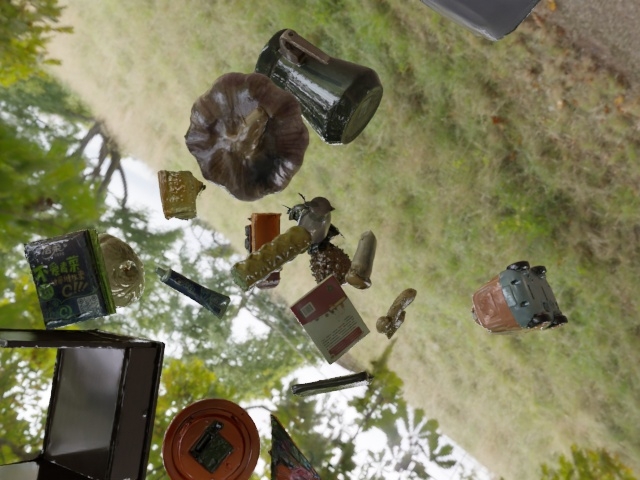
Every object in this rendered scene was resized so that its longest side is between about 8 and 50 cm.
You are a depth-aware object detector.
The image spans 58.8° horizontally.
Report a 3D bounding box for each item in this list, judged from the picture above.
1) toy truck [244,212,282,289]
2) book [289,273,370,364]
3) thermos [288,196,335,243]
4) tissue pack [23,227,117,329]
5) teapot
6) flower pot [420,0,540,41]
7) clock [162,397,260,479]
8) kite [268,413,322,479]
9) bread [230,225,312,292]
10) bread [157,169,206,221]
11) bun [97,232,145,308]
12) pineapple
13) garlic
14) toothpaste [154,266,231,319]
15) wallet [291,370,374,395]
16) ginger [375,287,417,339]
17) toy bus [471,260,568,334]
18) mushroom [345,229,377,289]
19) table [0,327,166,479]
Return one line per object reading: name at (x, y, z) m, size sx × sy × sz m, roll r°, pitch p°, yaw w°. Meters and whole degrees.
toy truck at (-0.200, 0.035, 2.020) m, size 0.114 × 0.270 × 0.135 m, roll -4°, pitch -172°, yaw -29°
book at (0.031, 0.233, 1.664) m, size 0.231 × 0.162 × 0.022 m, roll 58°, pitch 167°, yaw -21°
thermos at (-0.030, -0.074, 1.791) m, size 0.137 × 0.104 × 0.193 m, roll 10°, pitch 159°, yaw -5°
tissue pack at (-0.644, 0.100, 1.467) m, size 0.174 × 0.235 × 0.073 m, roll -14°, pitch -178°, yaw -3°
teapot at (-0.010, -0.470, 1.687) m, size 0.344 × 0.253 × 0.300 m, roll 35°, pitch 165°, yaw 13°
flower pot at (0.208, -0.462, 0.844) m, size 0.243 × 0.264 × 0.265 m, roll 13°, pitch -172°, yaw -19°
clock at (-0.229, 0.438, 1.198) m, size 0.205 × 0.205 × 0.051 m, roll 29°, pitch 170°, yaw -2°
kite at (-0.055, 0.521, 1.151) m, size 0.234 × 0.320 × 0.016 m, roll -8°, pitch 165°, yaw 32°
bread at (-0.138, 0.046, 1.663) m, size 0.087 × 0.269 × 0.098 m, roll 21°, pitch 140°, yaw 54°
bread at (-0.462, -0.152, 1.898) m, size 0.140 × 0.169 × 0.160 m, roll -2°, pitch -173°, yaw 0°
bun at (-0.642, 0.089, 1.761) m, size 0.153 × 0.243 × 0.244 m, roll -17°, pitch 160°, yaw 23°
pineapple at (0.002, 0.000, 1.989) m, size 0.165 × 0.166 × 0.364 m, roll -3°, pitch -110°, yaw -85°
garlic at (-0.140, -0.188, 1.055) m, size 0.245 × 0.244 × 0.160 m, roll 29°, pitch -161°, yaw -4°
toothpaste at (-0.388, 0.151, 1.720) m, size 0.268 × 0.047 × 0.069 m, roll 37°, pitch -145°, yaw -33°
wallet at (0.040, 0.438, 1.740) m, size 0.250 × 0.044 × 0.149 m, roll -13°, pitch 161°, yaw 9°
ginger at (0.261, 0.246, 1.930) m, size 0.059 × 0.214 × 0.133 m, roll 43°, pitch -166°, yaw 33°
toy bus at (0.582, 0.196, 1.707) m, size 0.288 × 0.232 × 0.194 m, roll 11°, pitch -126°, yaw -50°
mushroom at (0.131, 0.051, 1.674) m, size 0.084 × 0.209 × 0.071 m, roll 33°, pitch 143°, yaw -20°
table at (-0.442, 0.275, 0.929) m, size 0.196 × 0.250 × 0.282 m, roll 4°, pitch 172°, yaw 34°
